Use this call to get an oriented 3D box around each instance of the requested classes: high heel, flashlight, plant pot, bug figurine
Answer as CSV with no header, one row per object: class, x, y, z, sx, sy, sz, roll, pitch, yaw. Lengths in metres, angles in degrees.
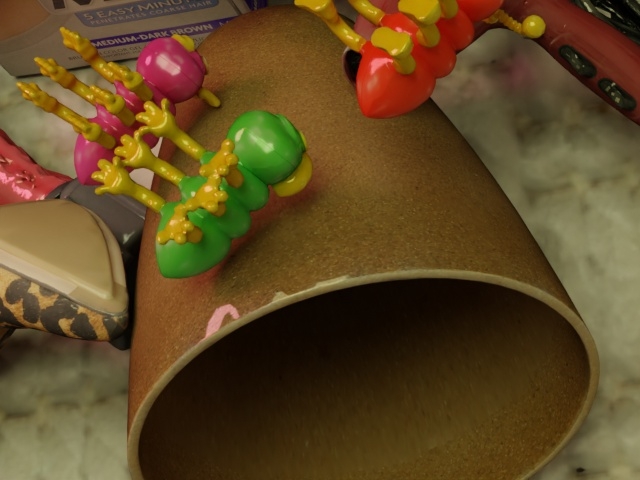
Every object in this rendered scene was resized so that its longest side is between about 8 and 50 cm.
high heel,-0.181,0.066,0.915,0.261,0.093,0.186,25,115,48
flashlight,-0.209,-0.061,1.023,0.304,0.103,0.103,34,78,27
plant pot,0.000,0.000,0.886,0.237,0.237,0.254,-21,49,8
bug figurine,-0.031,-0.092,0.780,0.216,0.072,0.279,-48,38,-2

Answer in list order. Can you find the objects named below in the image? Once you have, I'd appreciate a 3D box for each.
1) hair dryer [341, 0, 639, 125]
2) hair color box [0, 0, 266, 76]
hair dryer,0.135,-0.124,0.877,0.293,0.080,0.223,-10,57,-29
hair color box,-0.164,-0.222,0.941,0.185,0.339,0.110,-7,66,14
